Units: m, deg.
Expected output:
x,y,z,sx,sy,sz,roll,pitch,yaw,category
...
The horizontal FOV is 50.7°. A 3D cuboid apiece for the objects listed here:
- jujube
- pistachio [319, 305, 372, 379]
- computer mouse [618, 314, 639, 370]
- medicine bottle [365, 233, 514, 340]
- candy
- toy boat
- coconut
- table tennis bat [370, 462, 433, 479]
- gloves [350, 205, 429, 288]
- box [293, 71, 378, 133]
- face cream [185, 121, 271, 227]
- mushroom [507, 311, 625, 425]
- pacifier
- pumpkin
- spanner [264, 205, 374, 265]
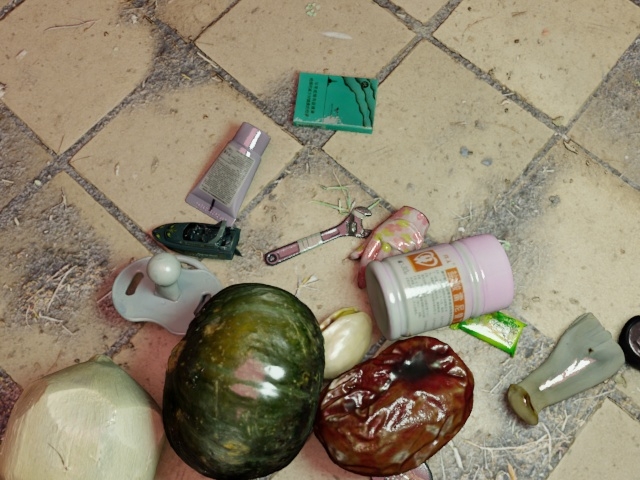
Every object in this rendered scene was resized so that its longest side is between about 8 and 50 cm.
x,y,z,sx,sy,sz,roll,pitch,yaw,category
0.171,0.387,1.571,0.377,0.276,0.276,-33,76,-10,jujube
0.046,0.259,1.694,0.200,0.117,0.145,-49,117,-20,pistachio
0.855,0.283,1.682,0.233,0.096,0.137,36,72,15,computer mouse
0.286,0.111,1.648,0.316,0.202,0.202,-14,74,-9,medicine bottle
0.435,0.219,1.738,0.178,0.032,0.102,26,76,9,candy
-0.329,-0.008,1.784,0.246,0.103,0.092,7,49,8,toy boat
-0.525,0.442,1.530,0.347,0.346,0.360,15,80,5,coconut
0.163,0.566,1.644,0.236,0.027,0.150,32,76,7,table tennis bat
0.175,0.024,1.758,0.145,0.126,0.241,37,69,6,gloves
0.044,-0.391,1.921,0.227,0.042,0.160,6,74,3,box
-0.240,-0.186,1.848,0.154,0.096,0.273,31,89,7,face cream
0.599,0.324,1.675,0.329,0.122,0.159,-32,39,-9,mushroom
-0.377,0.103,1.689,0.287,0.225,0.238,21,56,6,pacifier
-0.174,0.312,1.515,0.344,0.454,0.454,16,74,-11,pumpkin
0.000,0.000,1.816,0.316,0.024,0.087,-23,80,-6,spanner
